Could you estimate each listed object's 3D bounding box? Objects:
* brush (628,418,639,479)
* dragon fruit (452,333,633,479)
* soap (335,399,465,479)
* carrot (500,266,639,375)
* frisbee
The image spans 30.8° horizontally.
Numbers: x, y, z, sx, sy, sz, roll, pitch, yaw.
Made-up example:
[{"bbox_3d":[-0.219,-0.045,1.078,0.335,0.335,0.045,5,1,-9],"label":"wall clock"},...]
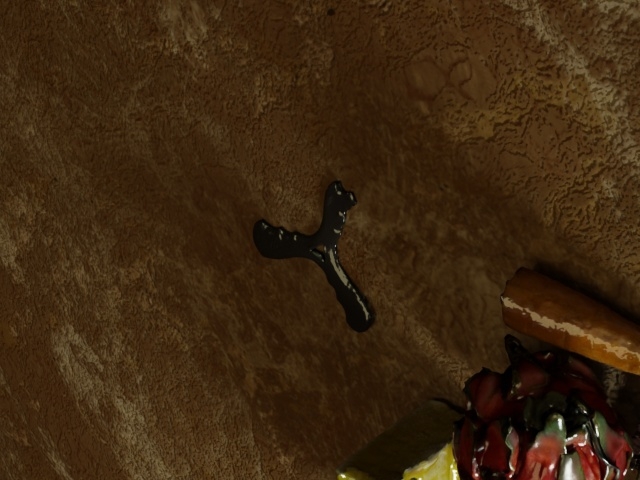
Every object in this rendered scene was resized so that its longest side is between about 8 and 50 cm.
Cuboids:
[{"bbox_3d":[0.347,0.259,1.272,0.036,0.043,0.248,34,133,34],"label":"brush"},{"bbox_3d":[0.236,0.219,1.234,0.193,0.192,0.274,23,155,1],"label":"dragon fruit"},{"bbox_3d":[0.124,0.376,1.432,0.091,0.199,0.315,18,126,43],"label":"soap"},{"bbox_3d":[0.288,0.099,1.216,0.205,0.072,0.072,27,128,27],"label":"carrot"},{"bbox_3d":[0.000,0.000,1.467,0.211,0.012,0.187,36,132,24],"label":"frisbee"}]
